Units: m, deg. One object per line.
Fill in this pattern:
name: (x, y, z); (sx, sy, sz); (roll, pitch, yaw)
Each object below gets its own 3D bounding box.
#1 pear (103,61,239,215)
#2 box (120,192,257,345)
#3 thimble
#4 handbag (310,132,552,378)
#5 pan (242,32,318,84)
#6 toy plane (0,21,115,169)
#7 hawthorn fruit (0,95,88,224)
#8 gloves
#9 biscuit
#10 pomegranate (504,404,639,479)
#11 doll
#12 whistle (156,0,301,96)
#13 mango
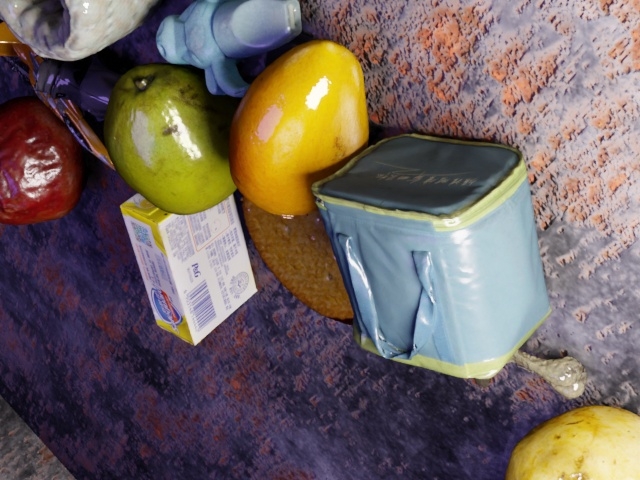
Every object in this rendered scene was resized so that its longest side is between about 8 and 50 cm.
pear: (-0.209, -0.153, 1.807); (0.212, 0.212, 0.269); (28, 166, 31)
box: (-0.211, 0.017, 2.026); (0.097, 0.168, 0.265); (22, 140, 35)
thimble: (-0.370, -0.413, 1.755); (0.292, 0.195, 0.291); (30, 142, 27)
handbag: (0.143, 0.014, 1.538); (0.263, 0.222, 0.241); (15, 129, 41)
pan: (-0.053, -0.217, 1.716); (0.235, 0.028, 0.136); (-2, 122, 52)
toy plane: (-0.429, -0.255, 2.086); (0.316, 0.103, 0.204); (46, 150, -5)
hawthorn fruit: (-0.560, -0.123, 2.230); (0.230, 0.266, 0.210); (65, 164, -16)
gloves: (-0.329, -0.217, 1.969); (0.285, 0.119, 0.142); (38, 165, 2)
biscuit: (0.000, 0.000, 1.866); (0.305, 0.038, 0.305); (30, 143, 26)
pomegranate: (0.361, 0.340, 1.592); (0.260, 0.260, 0.260); (32, 143, 27)
doll: (0.215, 0.143, 1.698); (0.203, 0.091, 0.286); (25, 172, -28)
whistle: (-0.124, -0.281, 1.666); (0.274, 0.093, 0.186); (-2, 93, 48)
mango: (-0.026, -0.150, 1.592); (0.257, 0.187, 0.138); (93, 172, -51)
